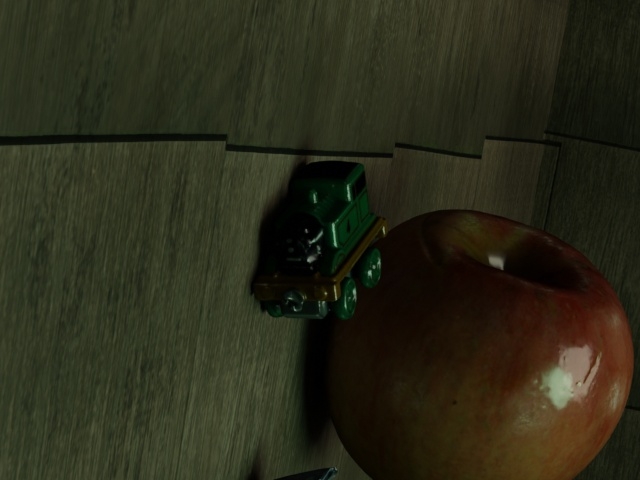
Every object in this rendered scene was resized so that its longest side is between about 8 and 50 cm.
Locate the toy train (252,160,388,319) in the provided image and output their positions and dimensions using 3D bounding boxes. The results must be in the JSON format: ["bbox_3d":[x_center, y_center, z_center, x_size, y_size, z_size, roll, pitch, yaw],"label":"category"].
[{"bbox_3d":[0.000,0.000,1.712,0.227,0.091,0.136,-47,134,-61],"label":"toy train"}]

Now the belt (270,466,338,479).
[{"bbox_3d":[-0.048,0.344,1.725,0.122,0.128,0.218,63,30,-16],"label":"belt"}]

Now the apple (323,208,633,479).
[{"bbox_3d":[0.175,0.149,1.959,0.364,0.364,0.364,11,90,-75],"label":"apple"}]
